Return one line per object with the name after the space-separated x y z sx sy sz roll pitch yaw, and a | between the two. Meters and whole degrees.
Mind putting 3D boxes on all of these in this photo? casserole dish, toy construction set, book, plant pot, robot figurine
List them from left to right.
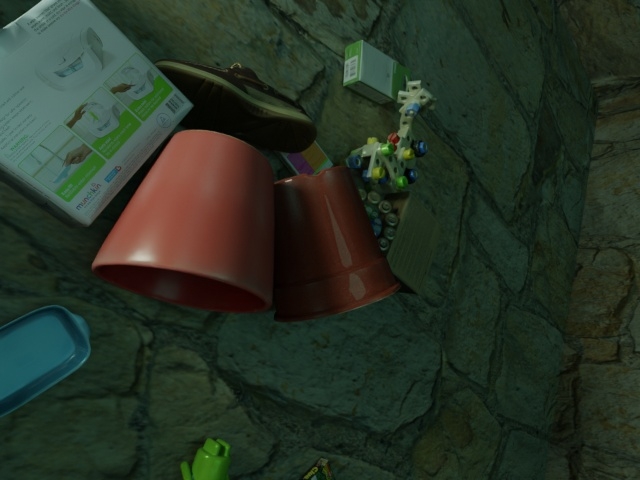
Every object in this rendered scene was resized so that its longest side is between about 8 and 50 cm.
-0.437 0.173 0.599 0.188 0.037 0.114 -35 111 -37 | casserole dish
-0.196 -0.029 0.685 0.275 0.275 0.242 26 63 -38 | plant pot
-0.210 0.436 0.771 0.101 0.067 0.115 33 68 -45 | robot figurine
-0.045 -0.200 0.957 0.144 0.035 0.096 51 60 -27 | book
0.000 0.000 0.855 0.273 0.273 0.264 -17 92 -40 | plant pot
0.198 -0.257 1.106 0.215 0.151 0.327 43 73 -35 | toy construction set

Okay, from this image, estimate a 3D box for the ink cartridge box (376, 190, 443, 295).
0.237 0.010 1.163 0.193 0.088 0.234 39 64 -35 | ink cartridge box

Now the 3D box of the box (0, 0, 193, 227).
-0.369 -0.189 0.607 0.231 0.127 0.261 44 62 -31 | box

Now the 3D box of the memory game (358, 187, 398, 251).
0.112 -0.048 1.048 0.187 0.012 0.185 4 75 -16 | memory game

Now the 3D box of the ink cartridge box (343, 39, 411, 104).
0.157 -0.442 1.120 0.210 0.062 0.108 8 84 -41 | ink cartridge box

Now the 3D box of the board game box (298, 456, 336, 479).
0.003 0.669 0.982 0.136 0.030 0.259 -30 108 -40 | board game box

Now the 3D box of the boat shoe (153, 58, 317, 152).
-0.165 -0.280 0.816 0.343 0.123 0.123 9 52 -32 | boat shoe
